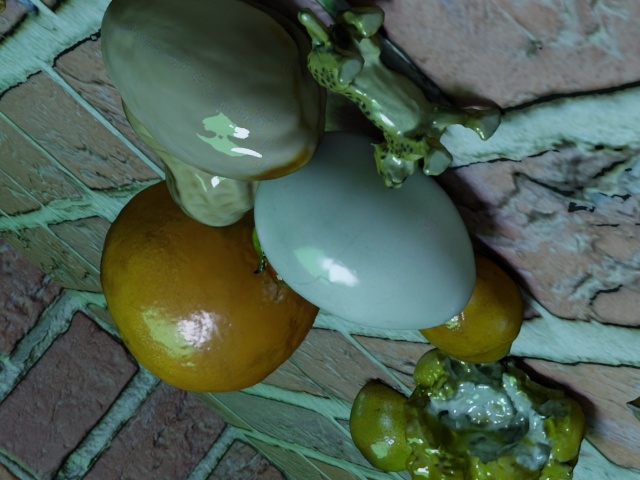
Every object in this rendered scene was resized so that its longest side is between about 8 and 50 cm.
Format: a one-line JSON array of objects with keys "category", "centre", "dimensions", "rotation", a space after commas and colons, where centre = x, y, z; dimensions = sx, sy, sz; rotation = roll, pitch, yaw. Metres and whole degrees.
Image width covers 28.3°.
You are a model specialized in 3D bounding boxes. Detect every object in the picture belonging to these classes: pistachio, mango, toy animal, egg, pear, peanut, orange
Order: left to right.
[{"category": "peanut", "centre": [-0.113, -0.102, 1.219], "dimensions": [0.125, 0.111, 0.274], "rotation": [24, 160, 27]}, {"category": "orange", "centre": [-0.130, 0.048, 1.456], "dimensions": [0.261, 0.261, 0.261], "rotation": [34, 164, 11]}, {"category": "pistachio", "centre": [-0.085, -0.130, 1.027], "dimensions": [0.215, 0.144, 0.144], "rotation": [35, 165, 27]}, {"category": "egg", "centre": [0.040, -0.004, 1.091], "dimensions": [0.209, 0.151, 0.151], "rotation": [37, 164, 1]}, {"category": "toy animal", "centre": [0.035, -0.113, 0.950], "dimensions": [0.181, 0.073, 0.136], "rotation": [39, 172, -20]}, {"category": "pear", "centre": [0.097, 0.284, 1.878], "dimensions": [0.141, 0.104, 0.141], "rotation": [31, 160, 13]}, {"category": "mango", "centre": [0.136, 0.065, 1.209], "dimensions": [0.115, 0.089, 0.165], "rotation": [25, 165, 9]}]

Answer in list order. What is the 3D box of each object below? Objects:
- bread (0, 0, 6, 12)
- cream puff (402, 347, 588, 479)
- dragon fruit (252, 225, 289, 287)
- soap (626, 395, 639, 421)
[{"category": "bread", "centre": [-0.456, -0.308, 1.431], "dimensions": [0.211, 0.083, 0.114], "rotation": [45, 167, -19]}, {"category": "cream puff", "centre": [0.181, 0.226, 1.404], "dimensions": [0.221, 0.195, 0.195], "rotation": [31, 163, 32]}, {"category": "dragon fruit", "centre": [0.000, 0.000, 1.285], "dimensions": [0.138, 0.142, 0.175], "rotation": [-1, 141, -6]}, {"category": "soap", "centre": [0.375, 0.180, 1.032], "dimensions": [0.233, 0.076, 0.135], "rotation": [23, 157, 44]}]
